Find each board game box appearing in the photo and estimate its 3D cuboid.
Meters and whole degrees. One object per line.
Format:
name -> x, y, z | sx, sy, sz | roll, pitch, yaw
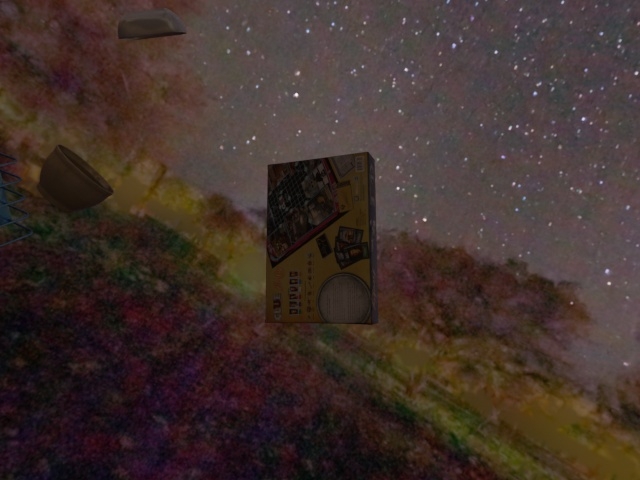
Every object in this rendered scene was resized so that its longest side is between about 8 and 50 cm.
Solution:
board game box -> 0.000, 0.000, 0.657 | 0.164, 0.244, 0.042 | -3, -9, 21

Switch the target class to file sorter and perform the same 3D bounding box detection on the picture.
file sorter -> -0.657, -0.081, 0.866 | 0.104, 0.171, 0.118 | 18, 30, 21

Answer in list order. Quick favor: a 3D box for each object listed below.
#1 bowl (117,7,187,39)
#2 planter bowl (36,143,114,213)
bowl -> -0.386, -0.493, 1.008 | 0.141, 0.053, 0.142 | -10, 24, -2
planter bowl -> -0.601, -0.135, 1.060 | 0.162, 0.109, 0.162 | 45, -5, 5
